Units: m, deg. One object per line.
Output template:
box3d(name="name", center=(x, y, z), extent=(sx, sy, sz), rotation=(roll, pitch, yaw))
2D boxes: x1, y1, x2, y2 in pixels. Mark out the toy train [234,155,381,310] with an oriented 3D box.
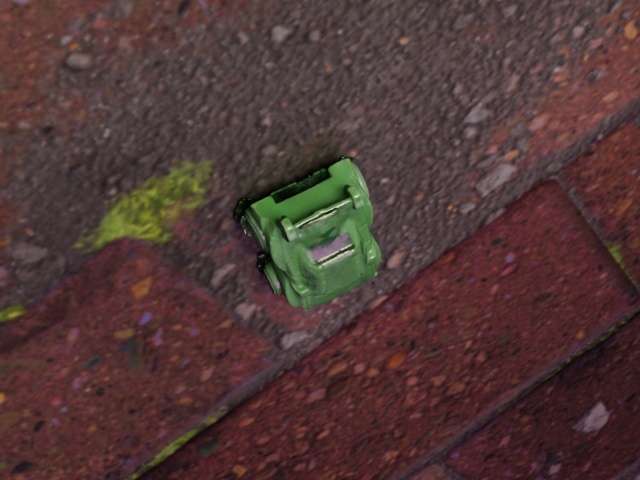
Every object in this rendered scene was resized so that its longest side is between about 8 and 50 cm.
box3d(name="toy train", center=(0.000, 0.000, 1.281), extent=(0.099, 0.081, 0.149), rotation=(-26, 141, -8))
